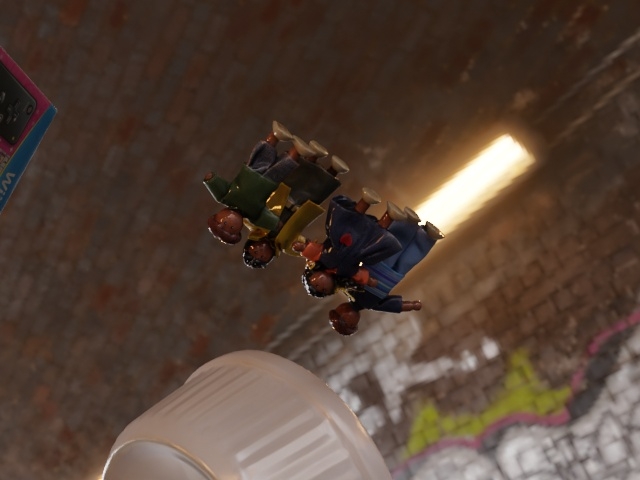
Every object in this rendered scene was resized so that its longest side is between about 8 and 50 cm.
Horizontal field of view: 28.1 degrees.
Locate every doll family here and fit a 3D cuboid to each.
[{"bbox_3d":[0.000,0.000,0.944,0.111,0.193,0.076,-54,6,12],"label":"doll family"}]

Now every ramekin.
[{"bbox_3d":[-0.068,0.236,1.051,0.127,0.273,0.273,-20,-18,-42],"label":"ramekin"}]

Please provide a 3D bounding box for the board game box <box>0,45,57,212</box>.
[{"bbox_3d":[-0.380,-0.104,1.173,0.224,0.097,0.303,-64,-15,-12],"label":"board game box"}]
